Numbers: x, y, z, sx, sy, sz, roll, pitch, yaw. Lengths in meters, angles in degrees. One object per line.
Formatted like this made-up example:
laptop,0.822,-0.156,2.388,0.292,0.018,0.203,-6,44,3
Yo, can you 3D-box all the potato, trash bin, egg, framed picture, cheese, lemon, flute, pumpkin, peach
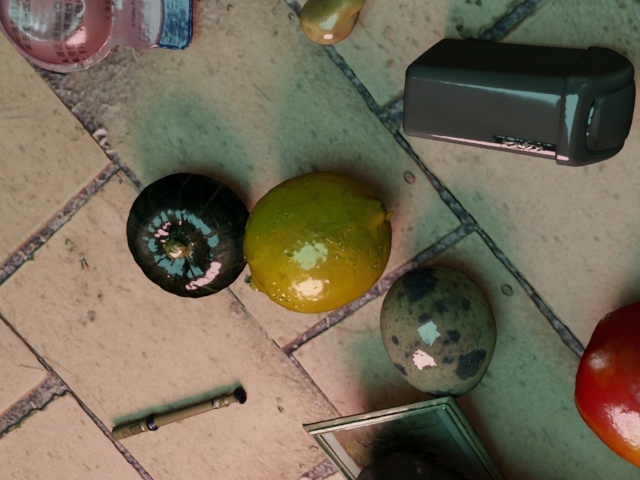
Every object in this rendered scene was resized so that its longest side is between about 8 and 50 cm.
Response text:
potato,0.016,-0.268,1.385,0.083,0.062,0.068,-49,61,29
trash bin,0.224,-0.158,1.298,0.236,0.177,0.101,10,116,18
egg,0.148,0.116,1.464,0.141,0.141,0.182,-8,118,22
framed picture,0.129,0.306,1.558,0.217,0.017,0.274,-17,128,25
cheese,-0.295,-0.295,1.476,0.286,0.074,0.189,6,114,13
lemon,0.000,0.000,1.443,0.206,0.173,0.173,-25,102,31
flute,-0.208,0.253,1.706,0.233,0.027,0.027,-20,104,25
pumpkin,-0.169,-0.005,1.527,0.167,0.125,0.167,13,135,14
peach,0.414,0.172,1.366,0.226,0.190,0.196,19,72,18

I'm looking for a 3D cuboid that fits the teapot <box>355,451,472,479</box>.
teapot,0.208,0.408,1.448,0.344,0.300,0.253,10,90,-8
